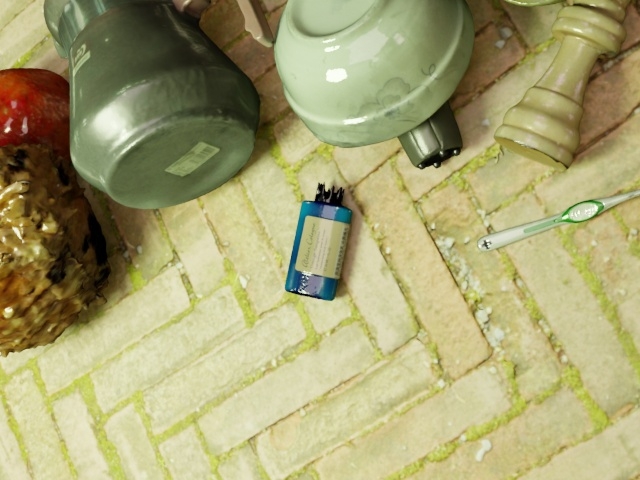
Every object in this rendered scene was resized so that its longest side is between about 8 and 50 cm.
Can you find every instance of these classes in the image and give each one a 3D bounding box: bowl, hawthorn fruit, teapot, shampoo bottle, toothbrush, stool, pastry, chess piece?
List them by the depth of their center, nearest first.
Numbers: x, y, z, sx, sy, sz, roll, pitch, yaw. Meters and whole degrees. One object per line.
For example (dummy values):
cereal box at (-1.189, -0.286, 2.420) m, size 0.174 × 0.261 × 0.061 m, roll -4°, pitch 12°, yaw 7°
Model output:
chess piece at (0.384, -0.299, 1.222) m, size 0.117 × 0.117 × 0.397 m, roll 27°, pitch 93°, yaw 20°
toothbrush at (0.371, -0.040, 1.243) m, size 0.304 × 0.030 × 0.030 m, roll -19°, pitch 79°, yaw 18°
bowl at (0.058, -0.307, 1.265) m, size 0.307 × 0.163 × 0.307 m, roll -16°, pitch 55°, yaw 24°
stool at (0.161, -0.167, 1.299) m, size 0.096 × 0.096 × 0.110 m, roll -24°, pitch 81°, yaw 17°
teapot at (-0.252, -0.282, 1.357) m, size 0.376 × 0.305 × 0.361 m, roll -34°, pitch 68°, yaw 19°
shampoo bottle at (0.000, 0.000, 1.364) m, size 0.087 × 0.050 × 0.183 m, roll 11°, pitch 89°, yaw 24°
pastry at (-0.513, 0.008, 1.376) m, size 0.337 × 0.405 × 0.292 m, roll -35°, pitch 57°, yaw 17°
hawthorn fruit at (-0.530, -0.204, 1.476) m, size 0.208 × 0.243 × 0.207 m, roll -1°, pitch 87°, yaw 21°

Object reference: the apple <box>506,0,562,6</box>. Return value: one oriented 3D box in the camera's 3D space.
apple at (0.277, -0.494, 1.143) m, size 0.312 × 0.320 × 0.360 m, roll 16°, pitch 100°, yaw -13°
